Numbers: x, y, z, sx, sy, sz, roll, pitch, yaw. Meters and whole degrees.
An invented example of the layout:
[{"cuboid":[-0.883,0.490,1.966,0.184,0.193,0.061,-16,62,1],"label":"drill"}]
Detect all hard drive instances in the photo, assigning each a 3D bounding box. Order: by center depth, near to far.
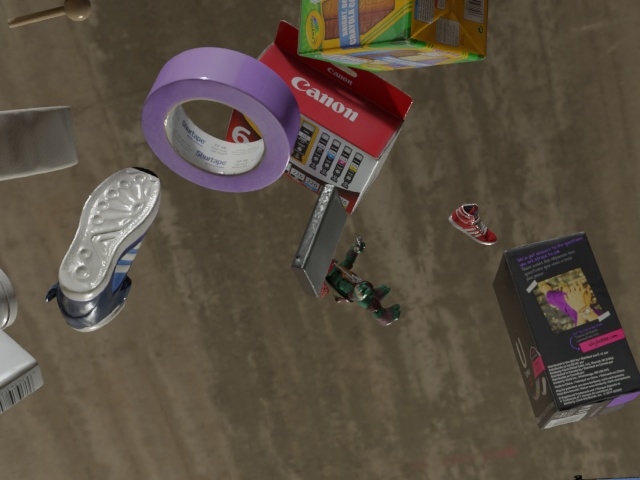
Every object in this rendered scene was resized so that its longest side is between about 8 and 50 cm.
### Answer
[{"cuboid":[0.000,0.000,1.260,0.094,0.022,0.135,65,-139,-59],"label":"hard drive"}]

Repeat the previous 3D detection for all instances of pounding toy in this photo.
[{"cuboid":[-0.531,-0.511,1.642,0.110,0.183,0.236,-102,4,-66],"label":"pounding toy"}]

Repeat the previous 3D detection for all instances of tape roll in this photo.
[{"cuboid":[-0.467,-0.094,0.972,0.392,0.392,0.071,-67,-29,-78],"label":"tape roll"},{"cuboid":[-0.178,-0.211,1.605,0.274,0.275,0.090,69,-151,-45],"label":"tape roll"}]

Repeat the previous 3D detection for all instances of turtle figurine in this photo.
[{"cuboid":[0.071,0.082,1.883,0.234,0.118,0.175,42,-149,-37],"label":"turtle figurine"}]

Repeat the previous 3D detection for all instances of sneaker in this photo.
[{"cuboid":[-0.425,0.031,1.789,0.236,0.130,0.322,110,-178,-58],"label":"sneaker"},{"cuboid":[0.350,-0.038,1.979,0.067,0.119,0.042,-57,6,50],"label":"sneaker"}]

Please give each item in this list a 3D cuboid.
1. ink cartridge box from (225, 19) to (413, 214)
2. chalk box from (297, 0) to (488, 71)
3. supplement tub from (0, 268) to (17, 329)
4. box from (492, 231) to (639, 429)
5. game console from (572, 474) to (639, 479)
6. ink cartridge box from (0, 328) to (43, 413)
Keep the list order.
[{"cuboid":[-0.009,-0.238,1.754,0.130,0.310,0.271,-57,-5,-33],"label":"ink cartridge box"},{"cuboid":[0.062,-0.262,0.982,0.132,0.213,0.132,1,-88,-44],"label":"chalk box"},{"cuboid":[-0.857,0.166,2.030,0.272,0.191,0.191,-27,-75,-51],"label":"supplement tub"},{"cuboid":[0.391,0.148,1.443,0.165,0.144,0.270,82,175,-67],"label":"box"},{"cuboid":[0.502,0.335,1.226,0.213,0.362,0.043,24,-120,-52],"label":"game console"},{"cuboid":[-0.654,0.207,1.350,0.330,0.324,0.071,31,140,30],"label":"ink cartridge box"}]
